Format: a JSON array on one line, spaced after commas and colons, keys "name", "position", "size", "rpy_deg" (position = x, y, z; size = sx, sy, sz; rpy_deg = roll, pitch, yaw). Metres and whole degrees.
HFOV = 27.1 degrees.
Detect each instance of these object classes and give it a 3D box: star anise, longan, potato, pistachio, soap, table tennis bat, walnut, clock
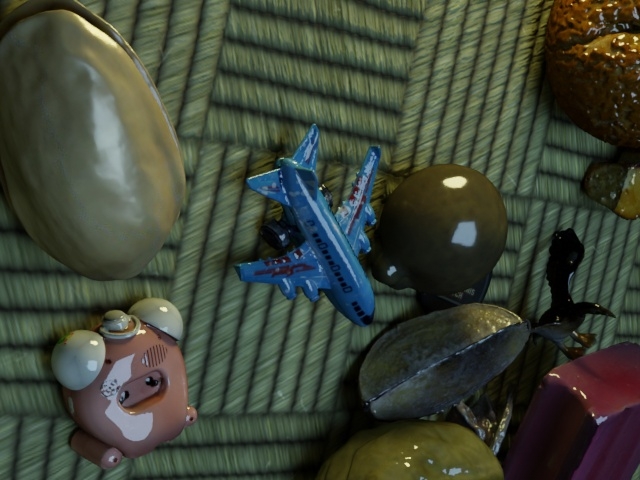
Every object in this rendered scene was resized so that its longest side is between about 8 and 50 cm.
[{"name": "star anise", "position": [0.221, 0.314, 1.985], "size": [0.209, 0.089, 0.231], "rpy_deg": [19, 101, -54]}, {"name": "longan", "position": [0.154, -0.005, 1.764], "size": [0.204, 0.159, 0.185], "rpy_deg": [-34, 133, -17]}, {"name": "potato", "position": [0.158, 0.166, 1.860], "size": [0.261, 0.100, 0.120], "rpy_deg": [-26, 141, -9]}, {"name": "pistachio", "position": [-0.240, -0.095, 1.335], "size": [0.187, 0.187, 0.299], "rpy_deg": [-35, 119, -32]}, {"name": "soap", "position": [0.395, 0.350, 2.065], "size": [0.233, 0.128, 0.359], "rpy_deg": [-12, 131, -43]}, {"name": "table tennis bat", "position": [0.183, 0.090, 1.921], "size": [0.150, 0.027, 0.236], "rpy_deg": [25, 84, -45]}, {"name": "walnut", "position": [0.124, 0.389, 1.785], "size": [0.277, 0.282, 0.253], "rpy_deg": [5, 143, -36]}, {"name": "clock", "position": [-0.215, 0.156, 1.497], "size": [0.166, 0.093, 0.162], "rpy_deg": [-25, 117, -37]}]

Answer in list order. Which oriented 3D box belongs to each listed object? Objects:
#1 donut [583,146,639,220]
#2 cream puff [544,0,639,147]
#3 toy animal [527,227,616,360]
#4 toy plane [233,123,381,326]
[{"name": "donut", "position": [0.502, -0.133, 2.121], "size": [0.141, 0.085, 0.217], "rpy_deg": [34, 80, -46]}, {"name": "cream puff", "position": [0.471, -0.282, 1.928], "size": [0.303, 0.212, 0.303], "rpy_deg": [-5, 101, -28]}, {"name": "toy animal", "position": [0.375, 0.109, 2.010], "size": [0.272, 0.197, 0.160], "rpy_deg": [-53, 136, -25]}, {"name": "toy plane", "position": [0.000, 0.000, 1.649], "size": [0.254, 0.105, 0.271], "rpy_deg": [-42, 130, -27]}]
